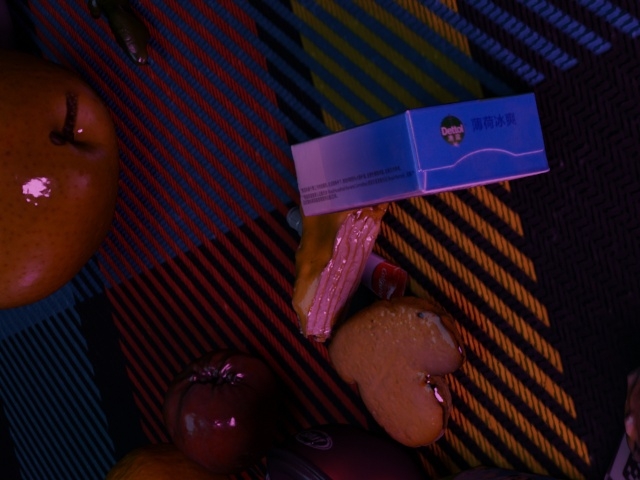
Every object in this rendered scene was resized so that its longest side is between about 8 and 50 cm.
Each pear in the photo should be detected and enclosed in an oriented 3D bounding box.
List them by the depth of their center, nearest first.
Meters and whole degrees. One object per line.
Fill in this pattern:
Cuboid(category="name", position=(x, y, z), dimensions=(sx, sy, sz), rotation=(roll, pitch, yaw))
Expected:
Cuboid(category="pear", position=(-0.462, -0.081, 1.850), dimensions=(0.418, 0.362, 0.363), rotation=(-17, 87, 37))

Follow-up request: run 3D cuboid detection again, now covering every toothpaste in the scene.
Cuboid(category="toothpaste", position=(0.027, 0.012, 1.408), dimensions=(0.190, 0.031, 0.048), rotation=(36, 127, 43))

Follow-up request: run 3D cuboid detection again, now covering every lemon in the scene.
Cuboid(category="lemon", position=(-0.198, 0.364, 1.753), dimensions=(0.256, 0.188, 0.188), rotation=(37, 132, 54))

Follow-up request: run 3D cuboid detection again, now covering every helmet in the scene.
Cuboid(category="helmet", position=(0.023, 0.289, 1.357), dimensions=(0.189, 0.193, 0.216), rotation=(13, 129, 58))

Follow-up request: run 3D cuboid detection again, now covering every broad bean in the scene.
Cuboid(category="broad bean", position=(-0.263, -0.289, 1.743), dimensions=(0.195, 0.046, 0.061), rotation=(43, 148, 49))

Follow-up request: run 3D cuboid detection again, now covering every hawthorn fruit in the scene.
Cuboid(category="hawthorn fruit", position=(-0.121, 0.225, 1.615), dimensions=(0.149, 0.149, 0.189), rotation=(33, 124, 49))

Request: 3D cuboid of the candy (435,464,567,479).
Cuboid(category="candy", position=(0.188, 0.266, 1.213), dimensions=(0.194, 0.062, 0.097), rotation=(-5, 98, 60))

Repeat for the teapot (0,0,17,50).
Cuboid(category="teapot", position=(-0.593, -0.316, 2.134), dimensions=(0.315, 0.233, 0.312), rotation=(83, 162, -79))

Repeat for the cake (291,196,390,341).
Cuboid(category="cake", position=(-0.003, 0.000, 1.365), dimensions=(0.116, 0.079, 0.185), rotation=(39, 120, 36))

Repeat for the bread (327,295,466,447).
Cuboid(category="bread", position=(0.095, 0.123, 1.316), dimensions=(0.187, 0.065, 0.149), rotation=(-35, 84, 50))

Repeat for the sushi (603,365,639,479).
Cuboid(category="sushi", position=(0.283, 0.152, 0.900), dimensions=(0.343, 0.064, 0.359), rotation=(-115, 32, -54))

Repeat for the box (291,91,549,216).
Cuboid(category="box", position=(0.083, -0.074, 1.174), dimensions=(0.194, 0.139, 0.073), rotation=(-9, 93, 59))
